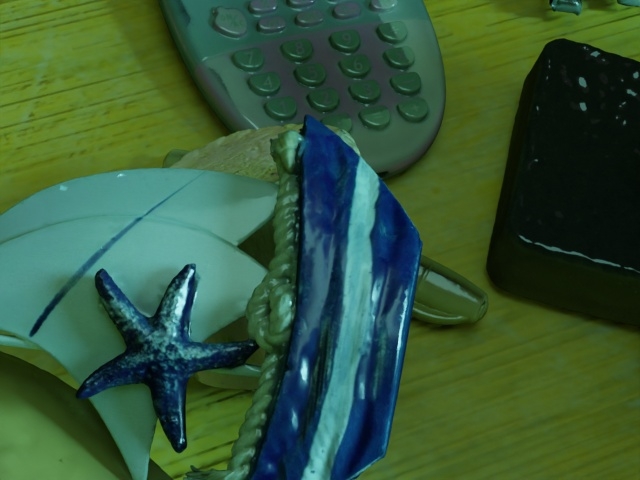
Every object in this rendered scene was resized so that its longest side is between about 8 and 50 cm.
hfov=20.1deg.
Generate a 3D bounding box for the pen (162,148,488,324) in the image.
[{"bbox_3d":[0.000,0.000,1.172,0.233,0.032,0.040,24,77,9],"label":"pen"}]

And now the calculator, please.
[{"bbox_3d":[-0.018,-0.162,1.278,0.185,0.041,0.299,-14,60,-21],"label":"calculator"}]

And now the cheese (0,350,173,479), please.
[{"bbox_3d":[-0.159,0.242,0.849,0.384,0.104,0.384,17,35,-13],"label":"cheese"}]

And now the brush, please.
[{"bbox_3d":[0.189,-0.043,1.221,0.123,0.059,0.197,17,54,-2],"label":"brush"}]

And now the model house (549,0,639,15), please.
[{"bbox_3d":[0.270,-0.295,1.320,0.198,0.224,0.215,5,54,-8],"label":"model house"}]

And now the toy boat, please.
[{"bbox_3d":[-0.082,0.054,0.956,0.291,0.070,0.210,-15,72,-2],"label":"toy boat"}]

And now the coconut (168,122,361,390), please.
[{"bbox_3d":[-0.025,0.018,1.084,0.147,0.153,0.147,-12,25,6],"label":"coconut"}]
